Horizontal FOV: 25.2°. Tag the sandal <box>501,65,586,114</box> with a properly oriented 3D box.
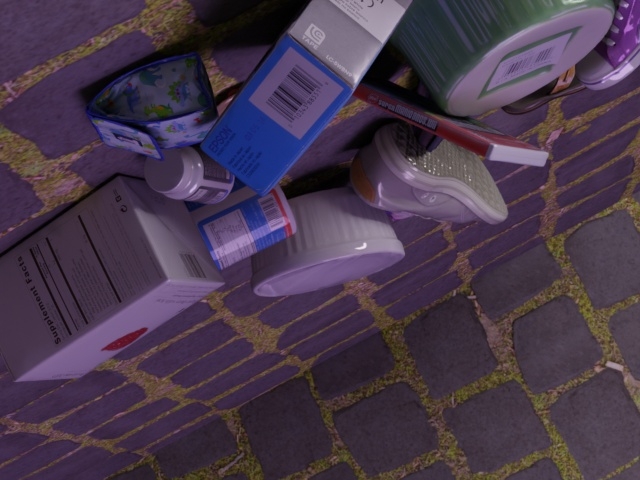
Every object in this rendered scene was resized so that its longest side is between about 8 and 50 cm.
[{"bbox_3d":[0.397,-0.288,2.418,0.219,0.090,0.060,-24,144,13],"label":"sandal"}]

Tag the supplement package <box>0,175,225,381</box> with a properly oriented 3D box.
[{"bbox_3d":[-0.324,0.061,2.080,0.293,0.175,0.177,-33,165,18],"label":"supplement package"}]

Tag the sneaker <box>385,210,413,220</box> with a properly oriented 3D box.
[{"bbox_3d":[0.138,-0.079,2.613,0.104,0.095,0.236,-26,168,25],"label":"sneaker"}]

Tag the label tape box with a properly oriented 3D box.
[{"bbox_3d":[0.012,-0.242,1.730,0.240,0.106,0.333,-46,-171,48],"label":"label tape box"}]

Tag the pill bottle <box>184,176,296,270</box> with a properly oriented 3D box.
[{"bbox_3d":[-0.159,-0.020,2.208,0.221,0.124,0.124,-25,165,-7],"label":"pill bottle"}]

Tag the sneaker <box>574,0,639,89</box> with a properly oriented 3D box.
[{"bbox_3d":[0.432,-0.361,2.066,0.161,0.102,0.282,24,105,-40],"label":"sneaker"}]

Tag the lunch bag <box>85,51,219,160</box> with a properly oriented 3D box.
[{"bbox_3d":[-0.203,-0.157,1.746,0.151,0.096,0.129,-13,167,-1],"label":"lunch bag"}]

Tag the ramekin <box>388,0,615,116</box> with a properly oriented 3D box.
[{"bbox_3d":[0.251,-0.299,1.948,0.303,0.148,0.303,-26,165,-7],"label":"ramekin"}]

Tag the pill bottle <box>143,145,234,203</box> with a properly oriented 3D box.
[{"bbox_3d":[-0.184,-0.094,2.003,0.078,0.078,0.137,-33,164,19],"label":"pill bottle"}]

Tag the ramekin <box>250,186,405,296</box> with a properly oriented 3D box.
[{"bbox_3d":[0.000,0.000,2.461,0.273,0.127,0.273,-14,169,-3],"label":"ramekin"}]

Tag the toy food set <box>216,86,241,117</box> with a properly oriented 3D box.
[{"bbox_3d":[-0.113,-0.185,1.937,0.082,0.020,0.083,-16,161,-38],"label":"toy food set"}]

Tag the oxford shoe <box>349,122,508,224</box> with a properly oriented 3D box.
[{"bbox_3d":[0.189,-0.100,2.484,0.130,0.169,0.449,-38,155,23],"label":"oxford shoe"}]

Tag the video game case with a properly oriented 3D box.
[{"bbox_3d":[0.162,-0.174,2.018,0.204,0.285,0.025,0,115,-61],"label":"video game case"}]

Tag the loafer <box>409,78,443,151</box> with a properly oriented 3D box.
[{"bbox_3d":[0.183,-0.229,2.229,0.109,0.095,0.302,-55,177,-15],"label":"loafer"}]
